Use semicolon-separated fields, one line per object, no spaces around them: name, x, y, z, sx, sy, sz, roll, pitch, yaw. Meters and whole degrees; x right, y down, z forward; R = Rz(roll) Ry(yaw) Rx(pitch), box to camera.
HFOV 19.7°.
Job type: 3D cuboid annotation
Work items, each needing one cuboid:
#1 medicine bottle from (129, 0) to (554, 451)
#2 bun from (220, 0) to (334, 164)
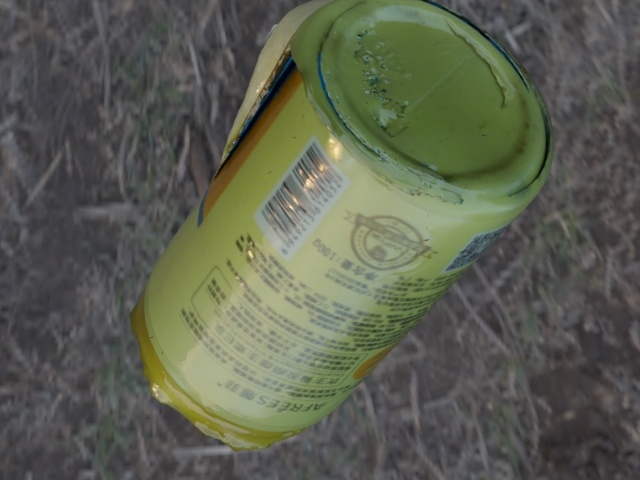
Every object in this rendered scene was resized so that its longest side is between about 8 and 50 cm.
medicine bottle;0.000;0.000;0.846;0.124;0.124;0.239;23;139;-15
bun;0.033;-0.053;1.331;0.160;0.259;0.259;9;114;-22
